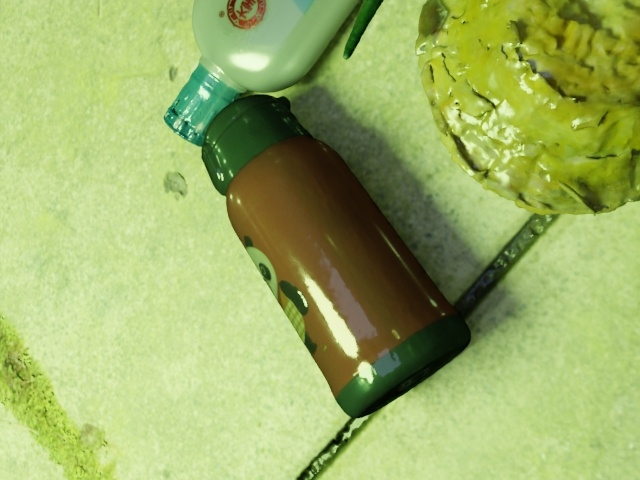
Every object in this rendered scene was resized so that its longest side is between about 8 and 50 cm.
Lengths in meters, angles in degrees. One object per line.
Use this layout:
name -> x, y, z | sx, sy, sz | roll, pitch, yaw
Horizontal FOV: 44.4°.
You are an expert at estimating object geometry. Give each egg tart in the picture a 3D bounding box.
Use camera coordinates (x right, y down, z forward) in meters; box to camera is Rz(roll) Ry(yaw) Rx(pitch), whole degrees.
egg tart -> 0.221, -0.166, 0.645 | 0.294, 0.116, 0.295 | -1, 79, 5

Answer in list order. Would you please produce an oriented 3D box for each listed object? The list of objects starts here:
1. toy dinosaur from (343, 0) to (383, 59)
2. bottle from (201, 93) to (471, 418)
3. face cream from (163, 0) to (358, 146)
toy dinosaur -> 0.186, -0.342, 0.692 | 0.300, 0.087, 0.448 | 14, 83, 13
bottle -> 0.000, 0.000, 0.786 | 0.144, 0.144, 0.336 | -41, 70, 20
face cream -> -0.057, -0.251, 0.844 | 0.163, 0.080, 0.337 | 42, 106, 16
